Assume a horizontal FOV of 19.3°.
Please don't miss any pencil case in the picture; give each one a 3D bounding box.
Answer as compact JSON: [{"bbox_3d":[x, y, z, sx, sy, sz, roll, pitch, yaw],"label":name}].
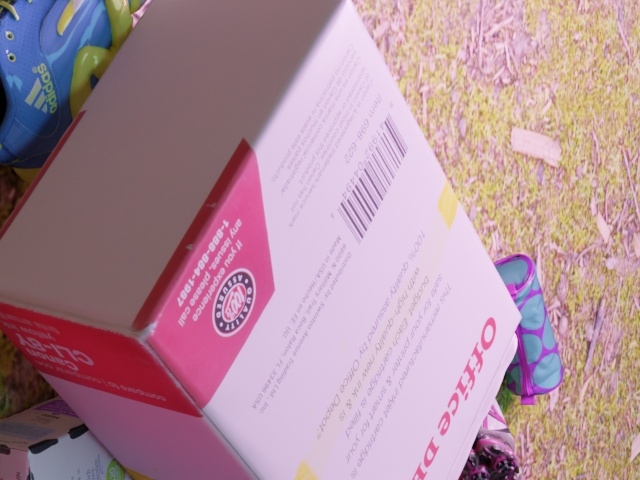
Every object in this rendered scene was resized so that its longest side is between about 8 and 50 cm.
[{"bbox_3d":[0.203,0.089,1.911,0.070,0.064,0.152,-70,148,-49],"label":"pencil case"}]

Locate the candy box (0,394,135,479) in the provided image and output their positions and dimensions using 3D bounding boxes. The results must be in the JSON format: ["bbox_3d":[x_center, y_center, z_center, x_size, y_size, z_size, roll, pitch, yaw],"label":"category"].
[{"bbox_3d":[-0.166,0.195,1.352,0.196,0.070,0.165,-20,112,-55],"label":"candy box"}]

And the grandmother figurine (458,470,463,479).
[{"bbox_3d":[0.077,0.228,1.711,0.342,0.104,0.208,42,69,-49],"label":"grandmother figurine"}]

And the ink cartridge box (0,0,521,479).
[{"bbox_3d":[-0.031,0.049,1.313,0.279,0.160,0.385,-61,141,-26],"label":"ink cartridge box"}]

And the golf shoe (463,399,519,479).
[{"bbox_3d":[0.133,0.162,1.829,0.086,0.067,0.186,-96,159,-48],"label":"golf shoe"}]

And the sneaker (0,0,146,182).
[{"bbox_3d":[-0.182,-0.154,1.249,0.126,0.091,0.240,0,96,-57],"label":"sneaker"}]
